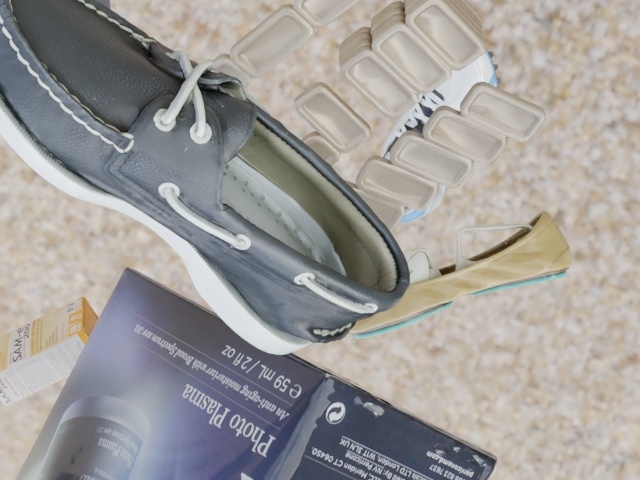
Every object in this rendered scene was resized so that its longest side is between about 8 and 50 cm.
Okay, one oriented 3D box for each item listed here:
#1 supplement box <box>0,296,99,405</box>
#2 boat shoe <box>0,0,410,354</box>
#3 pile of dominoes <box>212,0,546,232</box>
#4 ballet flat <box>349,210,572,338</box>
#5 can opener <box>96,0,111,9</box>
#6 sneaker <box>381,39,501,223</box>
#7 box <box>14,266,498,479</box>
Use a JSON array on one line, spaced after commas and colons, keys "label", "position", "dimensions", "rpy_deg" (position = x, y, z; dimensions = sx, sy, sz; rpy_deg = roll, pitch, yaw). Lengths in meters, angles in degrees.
[{"label": "supplement box", "position": [-0.243, 0.097, 1.366], "dimensions": [0.098, 0.062, 0.036], "rpy_deg": [-26, 119, 6]}, {"label": "boat shoe", "position": [-0.066, -0.051, 0.835], "dimensions": [0.091, 0.114, 0.302], "rpy_deg": [-21, 135, 34]}, {"label": "pile of dominoes", "position": [0.008, -0.086, 1.095], "dimensions": [0.251, 0.040, 0.196], "rpy_deg": [-34, 123, 26]}, {"label": "ballet flat", "position": [0.127, 0.029, 1.512], "dimensions": [0.080, 0.232, 0.073], "rpy_deg": [-123, 16, -83]}, {"label": "can opener", "position": [-0.233, -0.207, 1.372], "dimensions": [0.093, 0.280, 0.074], "rpy_deg": [0, -176, 37]}, {"label": "sneaker", "position": [0.110, -0.105, 1.542], "dimensions": [0.085, 0.086, 0.237], "rpy_deg": [41, 135, 22]}, {"label": "box", "position": [-0.080, 0.212, 1.113], "dimensions": [0.183, 0.294, 0.296], "rpy_deg": [29, 175, -36]}]
